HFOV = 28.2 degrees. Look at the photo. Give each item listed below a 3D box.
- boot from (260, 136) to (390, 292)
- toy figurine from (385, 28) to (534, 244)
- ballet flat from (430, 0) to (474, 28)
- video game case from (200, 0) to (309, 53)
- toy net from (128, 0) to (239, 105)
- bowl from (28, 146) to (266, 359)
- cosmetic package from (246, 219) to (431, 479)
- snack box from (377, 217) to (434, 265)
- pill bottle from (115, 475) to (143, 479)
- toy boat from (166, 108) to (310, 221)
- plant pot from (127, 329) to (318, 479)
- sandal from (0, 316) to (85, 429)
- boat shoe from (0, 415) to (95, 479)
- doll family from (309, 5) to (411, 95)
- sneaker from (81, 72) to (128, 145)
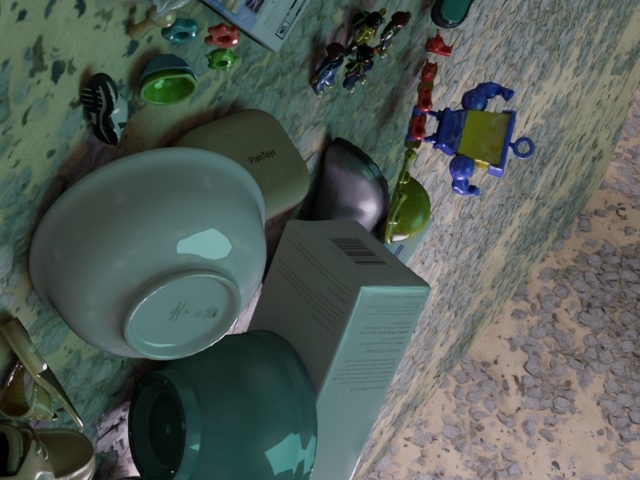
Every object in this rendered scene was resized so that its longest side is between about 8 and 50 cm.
[{"bbox_3d":[0.000,0.000,2.112,0.223,0.118,0.338,-42,152,-25],"label":"boot"},{"bbox_3d":[0.250,-0.154,2.126,0.191,0.217,0.362,99,5,-81],"label":"toy figurine"},{"bbox_3d":[0.241,-0.433,2.100,0.203,0.074,0.074,-60,162,-13],"label":"ballet flat"},{"bbox_3d":[-0.045,-0.374,1.477,0.269,0.061,0.244,-59,162,3],"label":"video game case"},{"bbox_3d":[-0.150,-0.224,1.384,0.122,0.045,0.232,-9,159,-3],"label":"toy net"},{"bbox_3d":[-0.181,0.045,1.488,0.298,0.134,0.298,-16,140,-14],"label":"bowl"},{"bbox_3d":[-0.004,0.183,2.013,0.156,0.217,0.385,1,120,-39],"label":"cosmetic package"},{"bbox_3d":[0.122,0.030,2.379,0.187,0.060,0.322,-57,-179,-1],"label":"snack box"},{"bbox_3d":[-0.309,0.480,1.940,0.363,0.210,0.210,-15,135,-63],"label":"pill bottle"},{"bbox_3d":[-0.132,-0.072,1.668,0.151,0.151,0.231,-35,176,34],"label":"toy boat"},{"bbox_3d":[-0.169,0.282,1.932,0.196,0.293,0.293,3,121,-38],"label":"plant pot"},{"bbox_3d":[-0.366,0.180,1.564,0.079,0.088,0.240,-31,148,-12],"label":"sandal"},{"bbox_3d":[-0.386,0.281,1.573,0.341,0.122,0.110,-12,132,-63],"label":"boat shoe"},{"bbox_3d":[0.057,-0.280,1.852,0.193,0.076,0.111,-55,-179,-23],"label":"doll family"},{"bbox_3d":[-0.235,-0.153,1.404,0.109,0.040,0.043,96,16,-59],"label":"sneaker"}]
